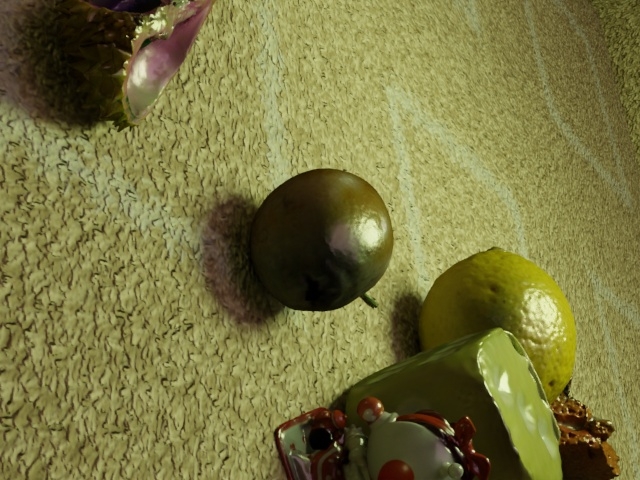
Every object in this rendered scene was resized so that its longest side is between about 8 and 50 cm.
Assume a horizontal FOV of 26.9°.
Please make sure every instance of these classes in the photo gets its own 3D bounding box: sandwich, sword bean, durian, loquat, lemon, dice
[{"bbox_3d":[0.396,0.346,2.251,0.292,0.212,0.109,58,38,-53],"label":"sandwich"},{"bbox_3d":[0.064,0.079,1.986,0.083,0.012,0.012,46,33,-44],"label":"sword bean"},{"bbox_3d":[-0.215,-0.216,1.512,0.260,0.154,0.186,-21,113,-71],"label":"durian"},{"bbox_3d":[0.000,0.000,1.728,0.227,0.179,0.179,-32,100,-59],"label":"loquat"},{"bbox_3d":[0.275,0.151,2.090,0.267,0.267,0.267,45,34,-42],"label":"lemon"},{"bbox_3d":[0.182,0.264,1.822,0.238,0.227,0.233,-15,85,-66],"label":"dice"}]

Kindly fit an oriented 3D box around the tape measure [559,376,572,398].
[{"bbox_3d":[0.370,0.211,2.362,0.202,0.135,0.222,-2,77,-74],"label":"tape measure"}]

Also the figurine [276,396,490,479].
[{"bbox_3d":[0.096,0.272,1.639,0.160,0.226,0.183,-12,82,-64],"label":"figurine"}]
